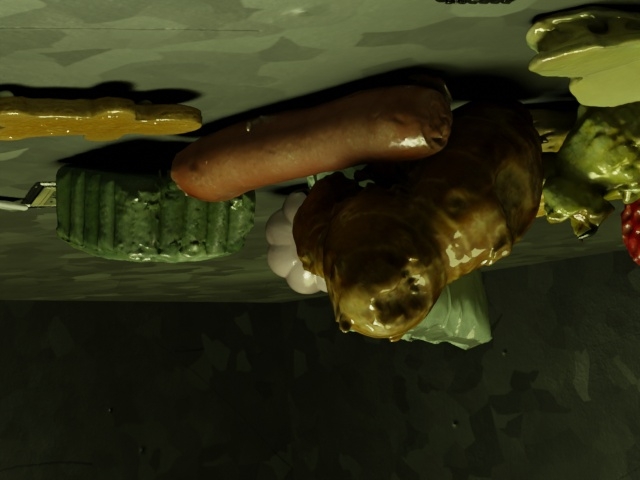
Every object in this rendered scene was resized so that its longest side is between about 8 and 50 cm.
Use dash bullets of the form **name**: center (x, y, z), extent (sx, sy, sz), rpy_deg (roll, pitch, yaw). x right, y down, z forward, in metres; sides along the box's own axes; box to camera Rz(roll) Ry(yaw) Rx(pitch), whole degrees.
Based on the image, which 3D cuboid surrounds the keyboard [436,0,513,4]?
- **keyboard**: center (0.167, -0.231, 1.183), extent (0.087, 0.017, 0.250), rpy_deg (-4, 174, -17)

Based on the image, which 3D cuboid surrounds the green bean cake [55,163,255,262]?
- **green bean cake**: center (-0.216, -0.041, 1.963), extent (0.227, 0.125, 0.222), rpy_deg (-6, -171, -42)

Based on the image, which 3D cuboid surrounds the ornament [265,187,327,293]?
- **ornament**: center (0.000, 0.000, 2.339), extent (0.177, 0.178, 0.177), rpy_deg (-4, 173, -1)

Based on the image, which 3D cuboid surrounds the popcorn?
- **popcorn**: center (0.346, -0.096, 1.764), extent (0.195, 0.173, 0.168), rpy_deg (-45, 167, 17)

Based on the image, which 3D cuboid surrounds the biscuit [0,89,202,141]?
- **biscuit**: center (-0.249, -0.138, 1.608), extent (0.240, 0.035, 0.158), rpy_deg (-2, 175, -18)

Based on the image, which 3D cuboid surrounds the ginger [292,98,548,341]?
- **ginger**: center (0.122, -0.045, 1.711), extent (0.357, 0.152, 0.274), rpy_deg (-40, -153, -6)

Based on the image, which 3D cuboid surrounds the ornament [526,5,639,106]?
- **ornament**: center (0.311, -0.190, 1.452), extent (0.180, 0.059, 0.201), rpy_deg (-11, 169, 28)

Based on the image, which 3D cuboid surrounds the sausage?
- **sausage**: center (-0.021, -0.113, 1.719), extent (0.419, 0.094, 0.094), rpy_deg (-10, -169, 44)

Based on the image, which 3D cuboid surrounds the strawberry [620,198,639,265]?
- **strawberry**: center (0.543, -0.068, 2.148), extent (0.253, 0.150, 0.280), rpy_deg (-43, 170, 1)

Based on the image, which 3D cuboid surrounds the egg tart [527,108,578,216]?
- **egg tart**: center (0.251, -0.088, 1.953), extent (0.319, 0.128, 0.319), rpy_deg (-7, 174, -1)

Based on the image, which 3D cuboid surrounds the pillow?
- **pillow**: center (0.110, 0.007, 2.082), extent (0.310, 0.283, 0.138), rpy_deg (8, 155, -44)

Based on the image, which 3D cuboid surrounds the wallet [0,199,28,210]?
- **wallet**: center (-0.487, -0.055, 2.215), extent (0.044, 0.011, 0.083), rpy_deg (1, 175, 39)

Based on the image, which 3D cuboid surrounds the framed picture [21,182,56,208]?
- **framed picture**: center (-0.344, -0.068, 2.220), extent (0.199, 0.010, 0.195), rpy_deg (-2, 173, -18)
